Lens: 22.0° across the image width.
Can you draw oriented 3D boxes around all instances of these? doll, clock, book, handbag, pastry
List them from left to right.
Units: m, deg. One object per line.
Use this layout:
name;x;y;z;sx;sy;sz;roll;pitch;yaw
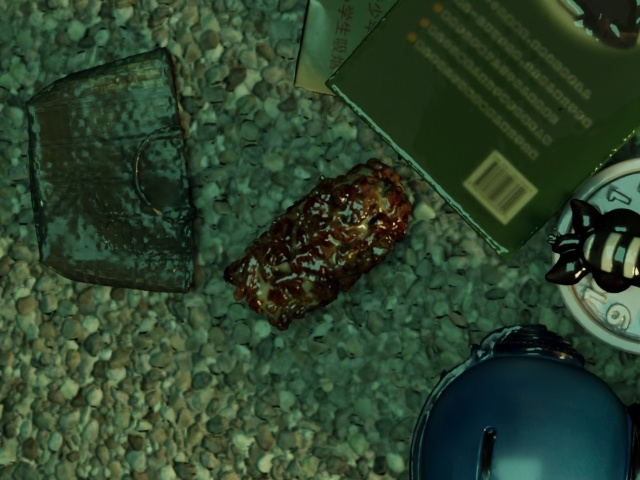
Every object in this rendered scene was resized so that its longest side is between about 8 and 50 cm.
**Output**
handbag;-0.225;-0.069;1.791;0.175;0.088;0.270;-6;87;6
pastry;0.001;0.002;1.716;0.208;0.097;0.115;-36;90;10
book;0.209;-0.194;1.563;0.260;0.043;0.371;45;115;3
doll;0.239;0.226;1.575;0.310;0.240;0.284;6;78;10
clock;0.331;0.016;1.637;0.197;0.068;0.196;0;88;16
doll;0.323;0.023;1.570;0.219;0.067;0.091;16;95;9

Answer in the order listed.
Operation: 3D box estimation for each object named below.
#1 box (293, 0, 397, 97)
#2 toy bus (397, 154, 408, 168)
box;0.139;-0.220;1.650;0.310;0.084;0.198;15;107;17
toy bus;0.138;-0.093;1.688;0.123;0.075;0.060;13;92;15
